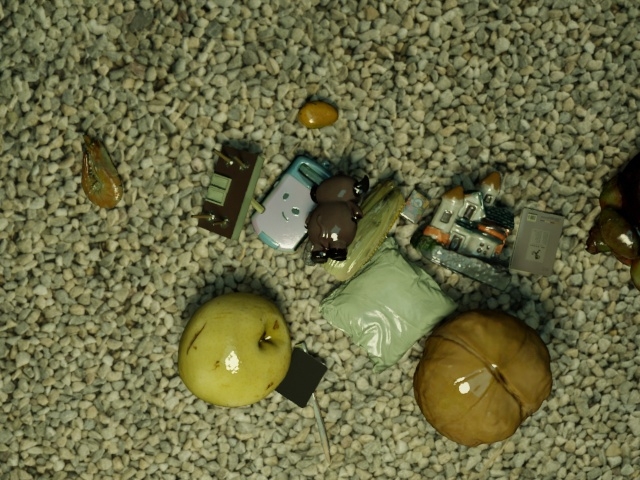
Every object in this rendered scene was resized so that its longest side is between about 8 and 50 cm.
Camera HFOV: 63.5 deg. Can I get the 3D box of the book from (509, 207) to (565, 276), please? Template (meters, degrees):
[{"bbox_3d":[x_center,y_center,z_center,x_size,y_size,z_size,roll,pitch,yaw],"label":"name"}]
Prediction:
[{"bbox_3d":[0.623,0.007,1.492,0.127,0.014,0.182,11,94,-2],"label":"book"}]

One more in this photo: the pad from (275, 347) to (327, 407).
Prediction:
[{"bbox_3d":[-0.060,0.399,1.501,0.112,0.003,0.157,31,104,7],"label":"pad"}]

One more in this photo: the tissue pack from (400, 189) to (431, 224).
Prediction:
[{"bbox_3d":[0.267,-0.094,1.468,0.063,0.035,0.083,32,93,-3],"label":"tissue pack"}]

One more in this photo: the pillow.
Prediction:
[{"bbox_3d":[0.177,0.180,1.443,0.310,0.138,0.283,-41,83,-2],"label":"pillow"}]

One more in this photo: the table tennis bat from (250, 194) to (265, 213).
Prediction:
[{"bbox_3d":[-0.211,-0.129,1.444,0.156,0.013,0.087,44,98,17],"label":"table tennis bat"}]

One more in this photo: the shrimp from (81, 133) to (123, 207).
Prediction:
[{"bbox_3d":[-0.626,-0.193,1.444,0.115,0.051,0.217,-17,97,3],"label":"shrimp"}]

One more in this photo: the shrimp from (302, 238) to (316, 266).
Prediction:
[{"bbox_3d":[0.000,0.000,1.453,0.065,0.056,0.165,25,105,-41],"label":"shrimp"}]

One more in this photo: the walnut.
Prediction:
[{"bbox_3d":[0.405,0.347,1.341,0.354,0.398,0.308,-34,70,-12],"label":"walnut"}]

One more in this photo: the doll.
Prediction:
[{"bbox_3d":[0.041,-0.067,1.341,0.182,0.117,0.257,-8,55,30],"label":"doll"}]

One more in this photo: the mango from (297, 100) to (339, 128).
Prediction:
[{"bbox_3d":[-0.006,-0.348,1.433,0.114,0.057,0.079,1,88,-4],"label":"mango"}]

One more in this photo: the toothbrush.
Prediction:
[{"bbox_3d":[-0.014,0.478,1.517,0.037,0.028,0.375,-14,95,6],"label":"toothbrush"}]

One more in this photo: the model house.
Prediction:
[{"bbox_3d":[0.422,-0.052,1.398,0.271,0.190,0.301,24,93,-1],"label":"model house"}]

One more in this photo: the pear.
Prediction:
[{"bbox_3d":[-0.229,0.289,1.371,0.309,0.309,0.309,0,95,-1],"label":"pear"}]

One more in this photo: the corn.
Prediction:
[{"bbox_3d":[0.117,-0.027,1.419,0.122,0.123,0.305,35,83,11],"label":"corn"}]

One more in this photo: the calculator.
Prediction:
[{"bbox_3d":[-0.065,-0.104,1.456,0.173,0.051,0.293,38,93,-3],"label":"calculator"}]

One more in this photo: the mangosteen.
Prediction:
[{"bbox_3d":[0.921,-0.065,1.314,0.421,0.381,0.381,-37,94,2],"label":"mangosteen"}]

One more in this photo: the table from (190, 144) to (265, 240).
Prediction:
[{"bbox_3d":[-0.261,-0.135,1.398,0.121,0.111,0.240,19,93,23],"label":"table"}]
